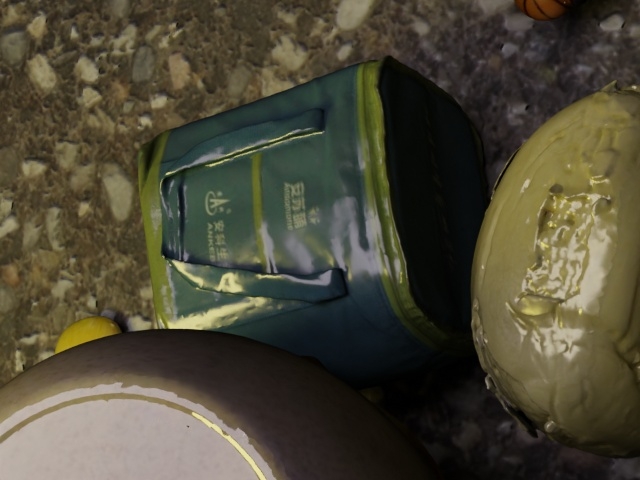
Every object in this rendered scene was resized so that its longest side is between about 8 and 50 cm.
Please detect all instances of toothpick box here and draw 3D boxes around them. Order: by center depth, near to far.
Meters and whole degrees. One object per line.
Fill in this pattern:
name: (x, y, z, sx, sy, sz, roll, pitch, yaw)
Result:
toothpick box: (-0.081, 0.268, 1.319, 0.409, 0.425, 0.408, -4, 73, 14)

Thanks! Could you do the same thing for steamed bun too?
steamed bun: (0.197, 0.018, 1.342, 0.166, 0.232, 0.272, 8, 83, 31)

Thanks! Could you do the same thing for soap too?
soap: (-0.220, 0.156, 1.739, 0.089, 0.033, 0.168, -18, 70, 34)

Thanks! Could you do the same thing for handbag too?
handbag: (0.000, 0.000, 1.498, 0.241, 0.222, 0.263, -19, 66, 27)

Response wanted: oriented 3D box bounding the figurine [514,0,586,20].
figurine: (0.224, -0.278, 1.453, 0.236, 0.133, 0.176, -13, 81, 36)
